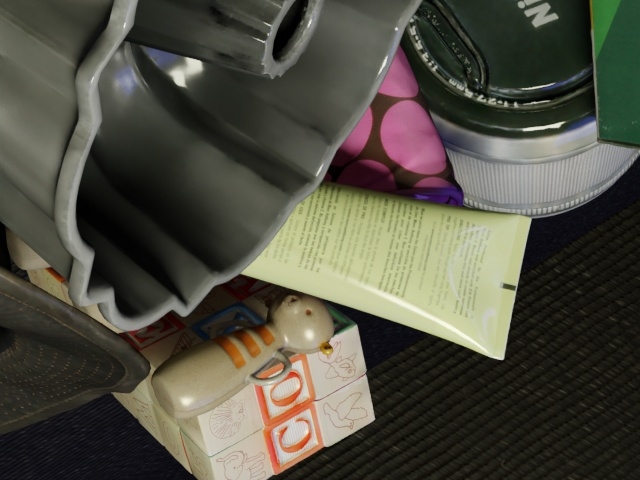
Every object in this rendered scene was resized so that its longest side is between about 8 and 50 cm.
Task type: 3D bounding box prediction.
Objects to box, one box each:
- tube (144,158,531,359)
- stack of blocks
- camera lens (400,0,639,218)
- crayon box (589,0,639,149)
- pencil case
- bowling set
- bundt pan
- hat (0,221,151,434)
[{"bbox_3d":[0.000,0.000,0.819,0.062,0.240,0.070,-76,179,-70],"label":"tube"},{"bbox_3d":[-0.083,0.055,1.046,0.171,0.297,0.087,-27,124,-23],"label":"stack of blocks"},{"bbox_3d":[0.152,-0.140,1.050,0.219,0.219,0.274,-34,166,0],"label":"camera lens"},{"bbox_3d":[0.249,-0.233,0.850,0.202,0.319,0.081,-25,-153,-35],"label":"crayon box"},{"bbox_3d":[0.013,-0.097,0.908,0.098,0.209,0.095,-23,160,5],"label":"pencil case"},{"bbox_3d":[-0.105,-0.036,0.923,0.154,0.287,0.200,-27,133,-26],"label":"bowling set"},{"bbox_3d":[-0.061,-0.127,0.668,0.331,0.124,0.331,-53,162,-26],"label":"bundt pan"},{"bbox_3d":[-0.251,0.001,0.728,0.331,0.134,0.331,1,155,0],"label":"hat"}]
